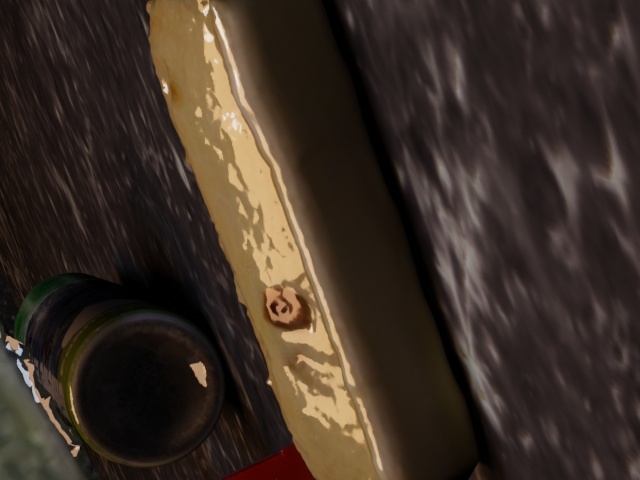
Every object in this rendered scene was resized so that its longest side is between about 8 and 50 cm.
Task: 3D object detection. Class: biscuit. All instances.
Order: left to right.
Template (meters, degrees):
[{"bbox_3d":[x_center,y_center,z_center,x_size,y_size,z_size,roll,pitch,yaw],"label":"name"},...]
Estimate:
[{"bbox_3d":[0.000,0.000,0.616,0.056,0.052,0.188,1,115,63],"label":"biscuit"}]

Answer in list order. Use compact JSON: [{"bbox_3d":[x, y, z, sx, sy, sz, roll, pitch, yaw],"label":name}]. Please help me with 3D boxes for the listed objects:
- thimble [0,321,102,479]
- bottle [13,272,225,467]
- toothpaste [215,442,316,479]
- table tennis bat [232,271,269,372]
[{"bbox_3d":[-0.209,0.151,1.093,0.271,0.150,0.271,55,169,17],"label":"thimble"},{"bbox_3d":[-0.139,0.075,1.220,0.330,0.093,0.093,-168,57,-75],"label":"bottle"},{"bbox_3d":[-0.037,0.180,0.994,0.066,0.076,0.320,63,168,14],"label":"toothpaste"},{"bbox_3d":[-0.020,0.020,0.810,0.131,0.022,0.234,51,161,55],"label":"table tennis bat"}]
